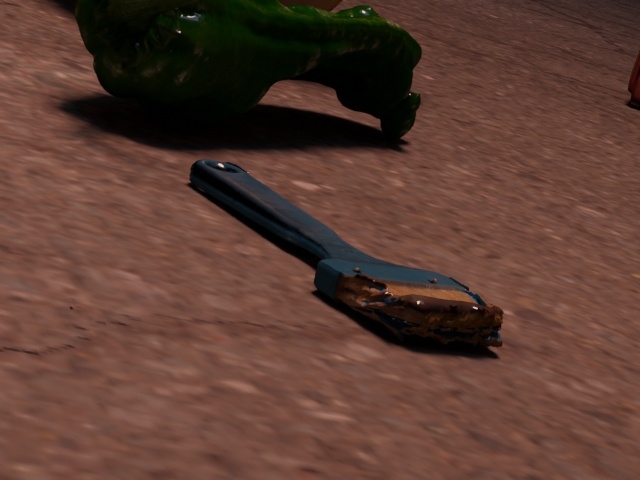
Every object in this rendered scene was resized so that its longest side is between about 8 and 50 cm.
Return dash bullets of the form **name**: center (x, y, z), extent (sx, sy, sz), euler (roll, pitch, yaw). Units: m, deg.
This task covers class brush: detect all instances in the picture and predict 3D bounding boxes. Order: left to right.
- **brush**: center (0.000, 0.000, 0.606), extent (0.051, 0.014, 0.164), euler (9, 13, -35)

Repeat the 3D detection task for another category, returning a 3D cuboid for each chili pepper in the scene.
- **chili pepper**: center (-0.027, -0.085, 0.799), extent (0.100, 0.074, 0.257), euler (23, 13, 27)

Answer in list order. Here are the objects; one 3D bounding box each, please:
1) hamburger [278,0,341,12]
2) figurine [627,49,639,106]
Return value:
- **hamburger**: center (-0.047, -0.252, 1.054), extent (0.179, 0.276, 0.294), euler (24, 4, -21)
- **figurine**: center (0.311, -0.111, 1.393), extent (0.154, 0.082, 0.098), euler (19, -7, 8)
